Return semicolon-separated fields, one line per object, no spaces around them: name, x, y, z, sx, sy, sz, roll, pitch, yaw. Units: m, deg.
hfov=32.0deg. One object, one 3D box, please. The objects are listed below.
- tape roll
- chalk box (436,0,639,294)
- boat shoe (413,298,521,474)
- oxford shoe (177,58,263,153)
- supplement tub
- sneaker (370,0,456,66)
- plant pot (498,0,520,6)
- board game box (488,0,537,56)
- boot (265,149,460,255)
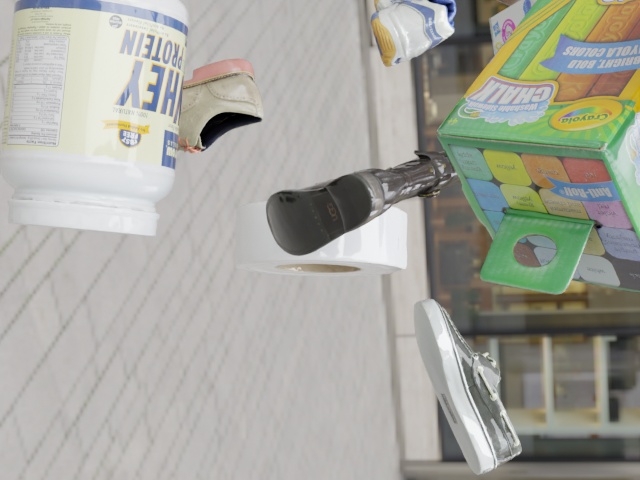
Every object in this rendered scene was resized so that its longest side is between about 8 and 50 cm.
tape roll;0.000;0.000;1.857;0.286;0.286;0.100;36;55;-77
chalk box;0.237;-0.078;0.977;0.289;0.180;0.179;-52;129;-24
boat shoe;0.174;0.165;1.325;0.219;0.070;0.078;69;-13;-5
oxford shoe;-0.270;-0.211;2.022;0.123;0.348;0.130;52;15;-69
supplement tub;-0.307;-0.175;1.512;0.235;0.235;0.325;10;85;-79
sneaker;0.158;-0.356;1.804;0.296;0.131;0.112;-84;155;-64
plant pot;0.326;-0.497;1.795;0.215;0.215;0.230;-51;165;-74
board game box;0.340;-0.175;1.396;0.308;0.086;0.302;163;-81;-70
boot;0.076;-0.061;1.505;0.229;0.263;0.091;-20;94;-40
